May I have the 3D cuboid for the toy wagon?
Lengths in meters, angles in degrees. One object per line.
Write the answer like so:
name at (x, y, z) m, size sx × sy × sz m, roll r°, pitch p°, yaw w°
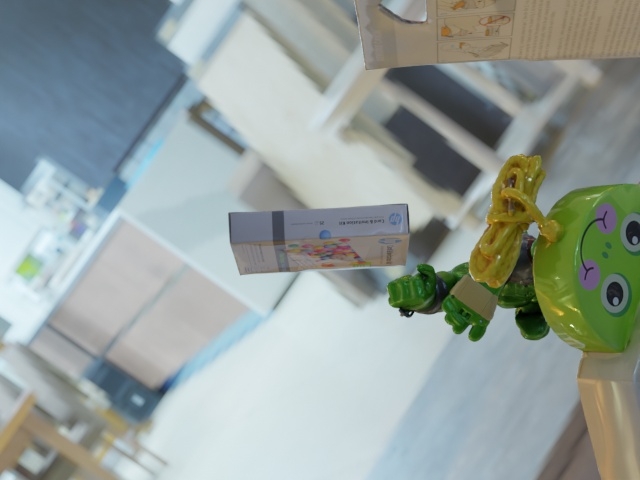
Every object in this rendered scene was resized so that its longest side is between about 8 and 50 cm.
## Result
toy wagon at (0.217, 0.064, 0.852) m, size 0.068 × 0.344 × 0.267 m, roll -2°, pitch 62°, yaw 52°

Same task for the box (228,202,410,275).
box at (0.000, 0.000, 1.765) m, size 0.145 × 0.186 × 0.038 m, roll 86°, pitch 180°, yaw -76°

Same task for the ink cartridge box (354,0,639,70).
ink cartridge box at (0.141, -0.183, 1.079) m, size 0.275 × 0.239 × 0.060 m, roll 71°, pitch -162°, yaw -77°

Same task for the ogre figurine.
ogre figurine at (0.159, 0.027, 1.274) m, size 0.197 × 0.097 × 0.118 m, roll -30°, pitch -5°, yaw 9°
